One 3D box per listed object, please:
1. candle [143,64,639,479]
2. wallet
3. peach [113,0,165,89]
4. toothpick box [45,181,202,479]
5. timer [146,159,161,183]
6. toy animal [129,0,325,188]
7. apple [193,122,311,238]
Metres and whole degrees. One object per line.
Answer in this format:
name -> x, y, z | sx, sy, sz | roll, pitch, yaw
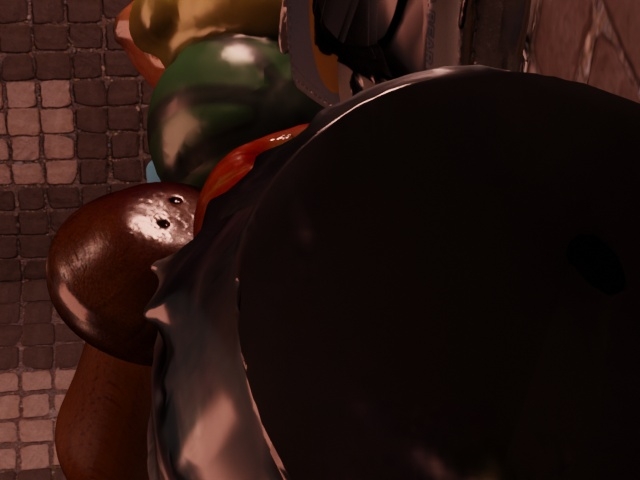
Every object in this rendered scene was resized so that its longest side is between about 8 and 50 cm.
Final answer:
candle -> 0.046, 0.107, 0.544 | 0.343, 0.221, 0.221 | 100, 165, -59
wallet -> 0.041, -0.130, 0.877 | 0.231, 0.069, 0.170 | -132, 41, -53
peach -> -0.121, -0.245, 1.642 | 0.232, 0.232, 0.233 | 177, 90, -82
toothpick box -> -0.136, 0.090, 1.214 | 0.192, 0.192, 0.294 | -101, 18, -48
timer -> -0.064, 0.040, 1.447 | 0.250, 0.091, 0.232 | 43, -149, -48
toy animal -> -0.057, -0.171, 1.308 | 0.191, 0.216, 0.338 | -34, 50, 50
apple -> 0.000, 0.000, 1.048 | 0.168, 0.181, 0.181 | 64, 176, -11
